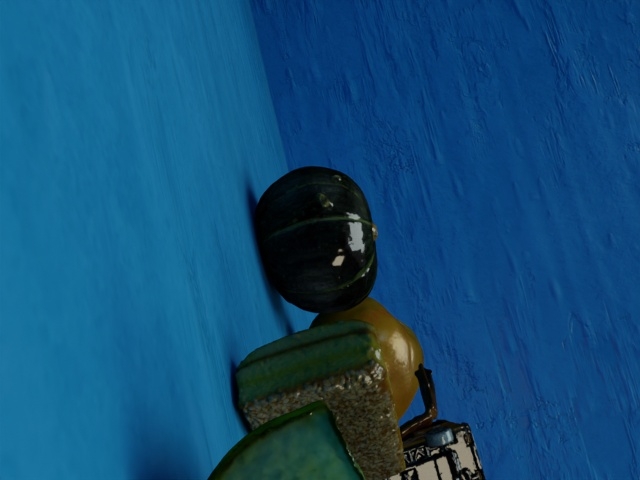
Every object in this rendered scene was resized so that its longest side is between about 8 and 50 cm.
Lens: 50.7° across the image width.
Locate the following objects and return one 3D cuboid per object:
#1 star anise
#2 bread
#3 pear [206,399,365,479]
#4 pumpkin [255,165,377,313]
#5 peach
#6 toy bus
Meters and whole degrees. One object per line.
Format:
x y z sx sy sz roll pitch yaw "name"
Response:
0.060 0.306 1.053 0.237 0.346 0.148 57 -32 4 "star anise"
0.006 0.217 0.863 0.110 0.184 0.234 -107 -177 -50 "bread"
-0.001 0.279 0.489 0.292 0.159 0.292 58 -10 16 "pear"
0.000 0.000 1.417 0.323 0.241 0.323 -16 90 -88 "pumpkin"
0.083 0.295 1.518 0.289 0.308 0.289 36 -5 4 "peach"
0.171 0.508 1.470 0.194 0.323 0.162 135 -60 -77 "toy bus"
